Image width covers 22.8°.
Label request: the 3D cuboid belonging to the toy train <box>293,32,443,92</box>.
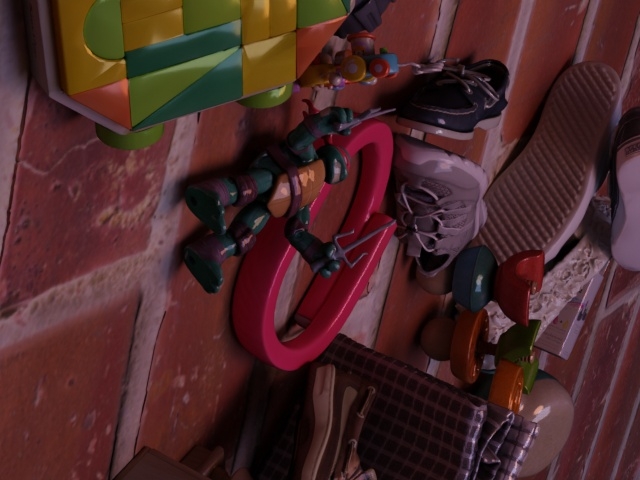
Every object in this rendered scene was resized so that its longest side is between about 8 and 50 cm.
[{"bbox_3d":[0.036,-0.176,1.550,0.125,0.166,0.046,-11,94,-36],"label":"toy train"}]

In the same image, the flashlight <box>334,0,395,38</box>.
[{"bbox_3d":[-0.007,-0.269,1.406,0.304,0.103,0.103,50,26,-67],"label":"flashlight"}]

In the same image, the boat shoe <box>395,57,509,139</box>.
[{"bbox_3d":[0.162,-0.166,1.830,0.254,0.095,0.079,-17,128,-61],"label":"boat shoe"}]

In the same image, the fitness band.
[{"bbox_3d":[0.000,0.000,1.708,0.291,0.054,0.209,-62,152,-12],"label":"fitness band"}]

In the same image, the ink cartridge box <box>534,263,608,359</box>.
[{"bbox_3d":[0.364,0.080,2.438,0.181,0.104,0.061,-66,156,-3],"label":"ink cartridge box"}]

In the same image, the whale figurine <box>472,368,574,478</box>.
[{"bbox_3d":[0.252,0.288,2.404,0.272,0.141,0.216,-23,136,-23],"label":"whale figurine"}]

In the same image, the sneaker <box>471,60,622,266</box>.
[{"bbox_3d":[0.333,-0.068,2.215,0.366,0.135,0.150,-56,150,-20],"label":"sneaker"}]

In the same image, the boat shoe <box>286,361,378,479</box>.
[{"bbox_3d":[0.015,0.252,1.677,0.095,0.095,0.258,111,-10,-63],"label":"boat shoe"}]

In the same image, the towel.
[{"bbox_3d":[0.072,0.251,1.781,0.121,0.283,0.235,37,78,-45],"label":"towel"}]

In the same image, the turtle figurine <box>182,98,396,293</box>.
[{"bbox_3d":[-0.026,-0.045,1.534,0.234,0.118,0.175,-27,122,-33],"label":"turtle figurine"}]

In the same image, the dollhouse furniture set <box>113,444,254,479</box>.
[{"bbox_3d":[-0.139,0.405,1.627,0.303,0.173,0.356,-45,147,-38],"label":"dollhouse furniture set"}]

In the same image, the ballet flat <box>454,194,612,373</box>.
[{"bbox_3d":[0.322,0.027,2.292,0.409,0.147,0.147,-46,149,-38],"label":"ballet flat"}]

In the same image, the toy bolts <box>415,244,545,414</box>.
[{"bbox_3d":[0.190,0.119,2.038,0.218,0.158,0.229,-58,153,-52],"label":"toy bolts"}]

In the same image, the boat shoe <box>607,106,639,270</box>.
[{"bbox_3d":[0.449,-0.070,2.216,0.301,0.108,0.102,67,16,-53],"label":"boat shoe"}]

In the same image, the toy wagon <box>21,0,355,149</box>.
[{"bbox_3d":[-0.062,-0.215,1.223,0.344,0.068,0.267,-19,135,-22],"label":"toy wagon"}]

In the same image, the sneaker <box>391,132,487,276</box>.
[{"bbox_3d":[0.136,-0.034,1.880,0.115,0.105,0.281,-61,155,-12],"label":"sneaker"}]
